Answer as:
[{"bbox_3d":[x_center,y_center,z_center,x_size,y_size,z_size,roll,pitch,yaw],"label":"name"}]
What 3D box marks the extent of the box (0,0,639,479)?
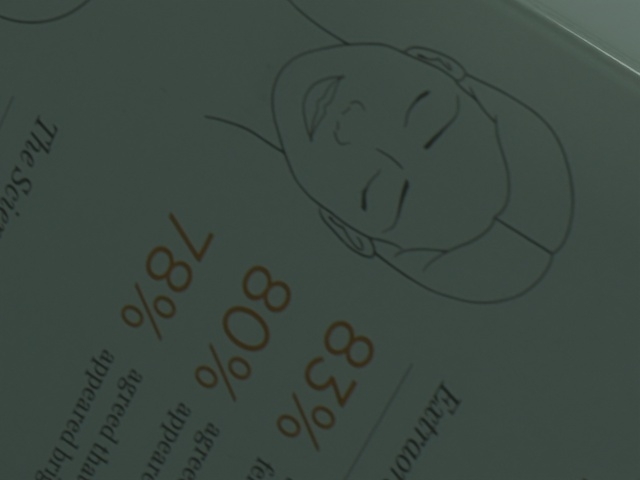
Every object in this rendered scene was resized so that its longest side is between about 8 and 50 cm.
[{"bbox_3d":[0.000,0.000,0.498,0.345,0.215,0.168,34,25,12],"label":"box"}]
